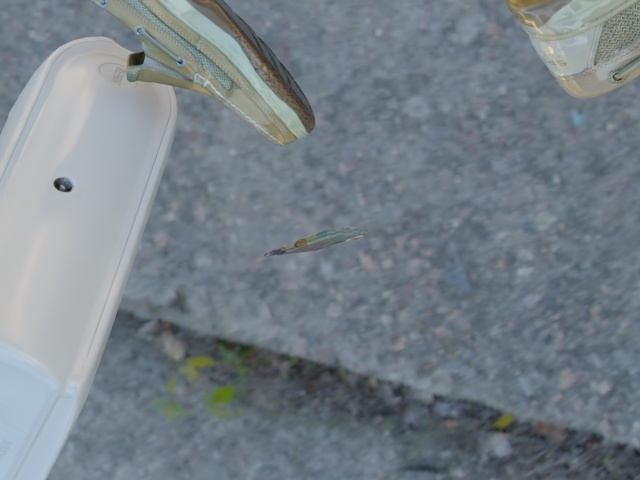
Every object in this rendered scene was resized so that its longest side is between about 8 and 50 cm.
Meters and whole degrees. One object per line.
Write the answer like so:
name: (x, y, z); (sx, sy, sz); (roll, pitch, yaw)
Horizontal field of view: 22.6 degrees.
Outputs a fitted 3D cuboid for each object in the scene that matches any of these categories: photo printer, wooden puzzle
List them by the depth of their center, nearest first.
photo printer: (-0.189, 0.034, 1.017); (0.107, 0.307, 0.256); (23, 132, -11)
wooden puzzle: (0.000, 0.000, 1.150); (0.049, 0.083, 0.006); (-19, 83, 35)

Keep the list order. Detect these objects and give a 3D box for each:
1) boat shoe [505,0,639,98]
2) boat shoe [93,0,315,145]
boat shoe: (0.292, -0.214, 1.064); (0.341, 0.122, 0.110); (-28, 124, 15)
boat shoe: (-0.086, -0.118, 0.943); (0.072, 0.068, 0.190); (-42, 103, 7)
